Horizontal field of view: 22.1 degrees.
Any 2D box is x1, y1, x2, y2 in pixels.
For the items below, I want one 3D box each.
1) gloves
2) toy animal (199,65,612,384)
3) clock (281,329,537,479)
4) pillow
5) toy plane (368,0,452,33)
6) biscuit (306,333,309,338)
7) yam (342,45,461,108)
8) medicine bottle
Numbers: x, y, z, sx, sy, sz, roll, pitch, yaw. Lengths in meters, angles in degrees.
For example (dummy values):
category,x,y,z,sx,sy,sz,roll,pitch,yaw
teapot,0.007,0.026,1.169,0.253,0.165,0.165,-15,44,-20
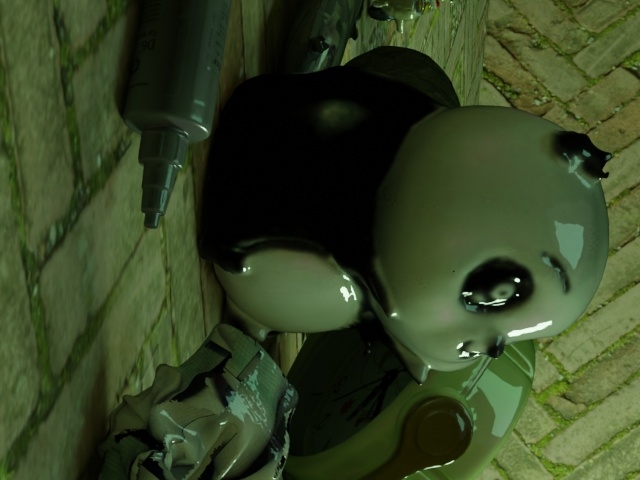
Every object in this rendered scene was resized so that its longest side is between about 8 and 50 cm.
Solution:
category,x,y,z,sx,sy,sz,roll,pitch,yaw
gloves,-0.097,0.163,1.037,0.212,0.111,0.127,-51,163,-18
toy animal,0.075,-0.019,1.309,0.251,0.310,0.250,7,90,-81
clock,0.079,0.136,1.521,0.286,0.117,0.348,-13,-140,58
pillow,0.001,-0.198,1.506,0.169,0.059,0.255,104,3,-46
toy plane,0.110,-0.325,2.005,0.286,0.108,0.092,-94,-177,-66
biscuit,0.001,0.000,1.753,0.144,0.016,0.203,-69,161,-57
yam,0.068,-0.089,1.585,0.268,0.161,0.161,-92,-176,-70
medicine bottle,-0.092,-0.103,1.031,0.057,0.058,0.199,62,35,-73
